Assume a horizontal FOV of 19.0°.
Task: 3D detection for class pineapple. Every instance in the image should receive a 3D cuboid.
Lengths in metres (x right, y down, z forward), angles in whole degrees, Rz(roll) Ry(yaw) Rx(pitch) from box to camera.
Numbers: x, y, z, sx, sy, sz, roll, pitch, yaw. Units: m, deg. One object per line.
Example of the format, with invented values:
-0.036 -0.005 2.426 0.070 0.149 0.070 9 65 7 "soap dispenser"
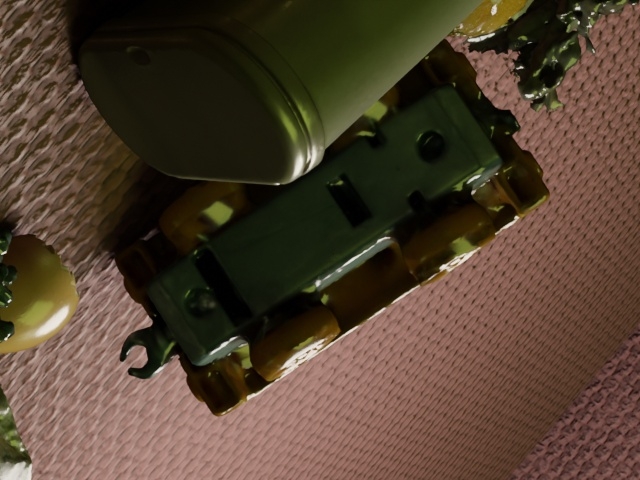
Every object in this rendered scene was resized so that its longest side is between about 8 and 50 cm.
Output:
0.283 -0.271 1.693 0.361 0.175 0.175 -50 158 0 "pineapple"

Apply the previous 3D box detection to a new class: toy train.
0.000 0.000 1.543 0.369 0.163 0.231 -34 175 5 "toy train"

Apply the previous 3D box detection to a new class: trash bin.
-0.011 -0.155 1.288 0.247 0.243 0.121 -42 114 -25 "trash bin"

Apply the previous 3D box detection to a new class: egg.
-0.222 0.042 1.378 0.096 0.080 0.080 -40 156 -11 "egg"

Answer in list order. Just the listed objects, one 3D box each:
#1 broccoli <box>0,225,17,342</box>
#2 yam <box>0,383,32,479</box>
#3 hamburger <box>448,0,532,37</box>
-0.307 0.000 1.115 0.165 0.145 0.304 -51 145 -5 "broccoli"
-0.322 0.161 1.290 0.268 0.161 0.161 -21 145 -45 "yam"
0.114 -0.248 1.506 0.185 0.113 0.177 -46 153 -28 "hamburger"
